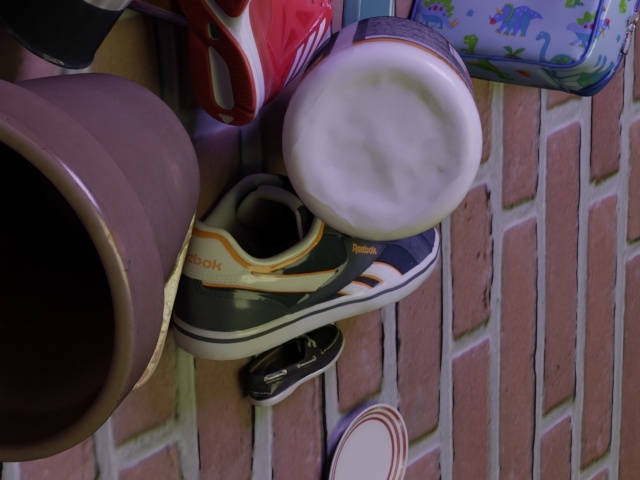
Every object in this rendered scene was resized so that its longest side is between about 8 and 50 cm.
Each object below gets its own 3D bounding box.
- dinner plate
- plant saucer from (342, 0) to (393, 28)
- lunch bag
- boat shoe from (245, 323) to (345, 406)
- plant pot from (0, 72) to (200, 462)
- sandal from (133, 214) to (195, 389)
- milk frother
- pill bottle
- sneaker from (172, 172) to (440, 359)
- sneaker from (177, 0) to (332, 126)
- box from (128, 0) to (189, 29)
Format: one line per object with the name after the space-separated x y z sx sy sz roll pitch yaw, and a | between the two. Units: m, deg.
0.047 0.239 1.614 0.141 0.017 0.141 -19 115 -48 | dinner plate
0.044 -0.154 1.501 0.067 0.018 0.192 -9 106 -51 | plant saucer
0.208 -0.243 1.520 0.090 0.219 0.176 26 78 -53 | lunch bag
-0.024 0.111 1.466 0.125 0.046 0.038 -33 130 -33 | boat shoe
-0.194 -0.012 1.072 0.229 0.263 0.263 -46 135 -58 | plant pot
-0.137 0.011 1.241 0.088 0.079 0.240 5 98 -25 | sandal
-0.193 -0.211 1.073 0.134 0.129 0.143 -50 159 25 | milk frother
0.056 -0.108 1.323 0.278 0.162 0.162 -74 166 -75 | pill bottle
0.000 0.000 1.397 0.321 0.126 0.127 -23 123 -45 | sneaker
-0.053 -0.214 1.227 0.128 0.087 0.221 -43 146 -46 | sneaker
-0.082 -0.319 1.258 0.201 0.057 0.293 12 90 -53 | box
